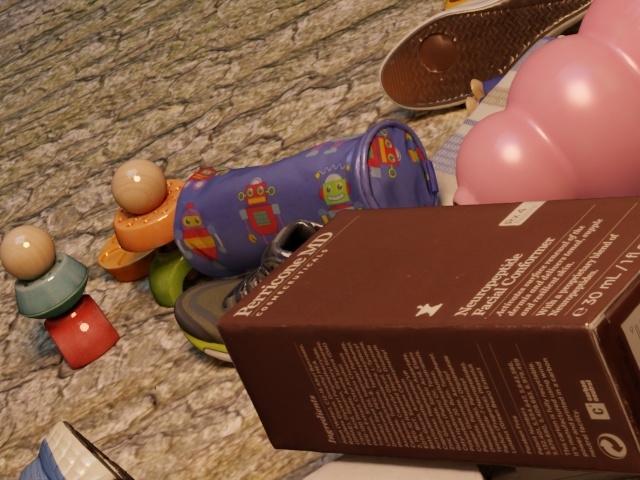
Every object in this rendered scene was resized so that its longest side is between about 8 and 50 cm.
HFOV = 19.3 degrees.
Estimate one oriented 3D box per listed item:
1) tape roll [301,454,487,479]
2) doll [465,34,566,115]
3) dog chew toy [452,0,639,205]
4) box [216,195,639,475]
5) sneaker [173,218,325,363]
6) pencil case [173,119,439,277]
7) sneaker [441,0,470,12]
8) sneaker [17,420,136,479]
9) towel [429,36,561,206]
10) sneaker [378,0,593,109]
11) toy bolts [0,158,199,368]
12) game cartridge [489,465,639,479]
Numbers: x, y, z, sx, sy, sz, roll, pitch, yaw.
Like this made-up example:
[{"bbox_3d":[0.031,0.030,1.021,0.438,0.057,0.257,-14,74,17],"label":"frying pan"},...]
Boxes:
[{"bbox_3d":[0.043,0.253,1.465,0.219,0.072,0.219,-24,27,14],"label":"tape roll"},{"bbox_3d":[0.251,-0.177,2.008,0.189,0.046,0.129,-17,31,26],"label":"doll"},{"bbox_3d":[0.264,-0.114,1.709,0.332,0.206,0.206,-34,27,-7],"label":"dog chew toy"},{"bbox_3d":[0.125,0.069,1.488,0.381,0.143,0.191,-4,29,44],"label":"box"},{"bbox_3d":[-0.028,0.038,1.840,0.300,0.121,0.111,-10,33,35],"label":"sneaker"},{"bbox_3d":[-0.015,-0.039,1.918,0.306,0.119,0.133,-12,1,45],"label":"pencil case"},{"bbox_3d":[0.179,-0.317,2.274,0.069,0.084,0.185,-9,34,36],"label":"sneaker"},{"bbox_3d":[-0.197,0.281,1.633,0.147,0.130,0.330,-50,26,-5],"label":"sneaker"},{"bbox_3d":[0.204,-0.092,1.885,0.285,0.034,0.209,-49,32,-16],"label":"towel"},{"bbox_3d":[0.204,-0.233,2.123,0.290,0.106,0.123,-27,2,12],"label":"sneaker"},{"bbox_3d":[-0.247,0.002,2.080,0.228,0.158,0.218,-37,28,-12],"label":"toy bolts"},{"bbox_3d":[0.258,0.087,1.552,0.198,0.062,0.297,-11,33,27],"label":"game cartridge"}]
